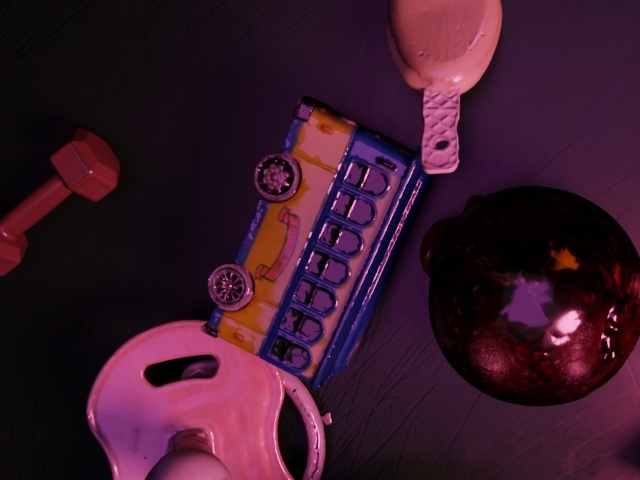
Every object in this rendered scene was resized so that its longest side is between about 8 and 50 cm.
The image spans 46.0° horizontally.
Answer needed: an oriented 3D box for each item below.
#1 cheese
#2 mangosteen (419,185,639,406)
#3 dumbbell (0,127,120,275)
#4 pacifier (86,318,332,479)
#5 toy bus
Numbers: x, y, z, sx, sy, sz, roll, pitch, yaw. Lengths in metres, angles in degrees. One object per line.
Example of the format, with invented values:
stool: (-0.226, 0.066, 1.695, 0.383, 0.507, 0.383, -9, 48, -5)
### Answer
cheese: (0.126, -0.175, 0.792, 0.127, 0.054, 0.252, -1, 60, 14)
mangosteen: (0.199, 0.050, 0.786, 0.265, 0.228, 0.228, 22, 101, 49)
dumbbell: (-0.362, -0.046, 0.965, 0.230, 0.092, 0.082, -35, 57, 13)
pacifier: (-0.144, 0.259, 0.873, 0.220, 0.273, 0.332, -7, 92, 30)
toy bus: (0.000, 0.000, 0.855, 0.175, 0.138, 0.288, 26, 100, 11)
